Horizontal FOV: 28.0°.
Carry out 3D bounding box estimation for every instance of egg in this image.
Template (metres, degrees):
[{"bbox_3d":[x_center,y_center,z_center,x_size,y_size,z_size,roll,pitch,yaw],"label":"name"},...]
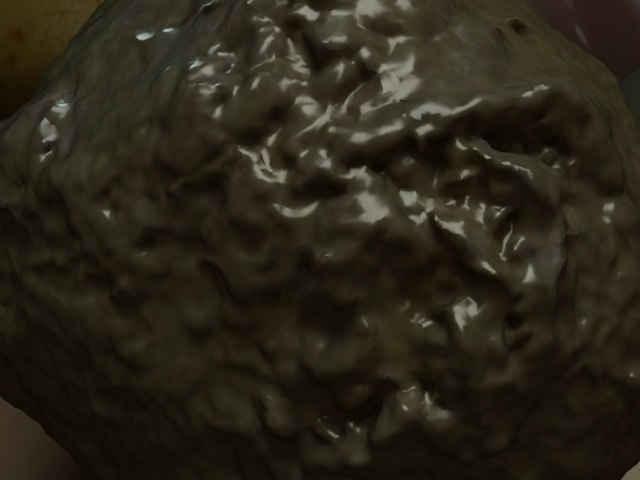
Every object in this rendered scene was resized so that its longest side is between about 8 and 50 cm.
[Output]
[{"bbox_3d":[0.000,0.000,0.522,0.279,0.279,0.310,-27,22,-39],"label":"egg"}]

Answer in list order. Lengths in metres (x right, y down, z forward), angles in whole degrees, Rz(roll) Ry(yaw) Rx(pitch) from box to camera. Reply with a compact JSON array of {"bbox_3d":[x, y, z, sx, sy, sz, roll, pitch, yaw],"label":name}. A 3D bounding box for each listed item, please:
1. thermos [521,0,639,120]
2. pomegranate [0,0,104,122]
[{"bbox_3d":[0.186,-0.113,0.771,0.146,0.176,0.265,10,50,-27],"label":"thermos"},{"bbox_3d":[-0.192,-0.109,0.714,0.307,0.307,0.307,-1,28,1],"label":"pomegranate"}]
